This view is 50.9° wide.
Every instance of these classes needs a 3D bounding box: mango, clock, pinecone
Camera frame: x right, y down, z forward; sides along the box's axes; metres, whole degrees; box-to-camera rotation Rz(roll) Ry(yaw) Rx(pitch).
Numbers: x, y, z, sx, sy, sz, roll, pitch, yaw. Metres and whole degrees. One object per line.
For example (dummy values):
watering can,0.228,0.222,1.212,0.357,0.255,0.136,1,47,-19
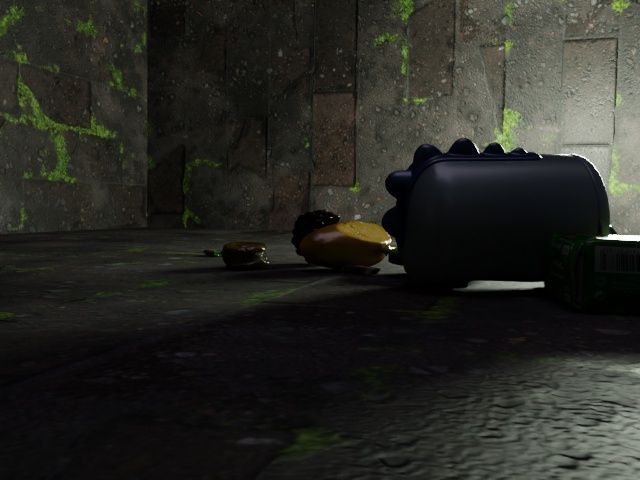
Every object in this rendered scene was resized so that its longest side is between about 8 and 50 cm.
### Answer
mango,0.050,0.017,1.465,0.217,0.102,0.141,-2,24,-34
clock,0.237,0.045,1.372,0.237,0.057,0.237,3,4,0
pinecone,-0.001,-0.001,1.594,0.140,0.140,0.121,0,35,-8

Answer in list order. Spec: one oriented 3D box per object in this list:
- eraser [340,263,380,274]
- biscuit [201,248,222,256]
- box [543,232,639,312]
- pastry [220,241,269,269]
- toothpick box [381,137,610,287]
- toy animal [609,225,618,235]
eraser,0.081,0.059,1.384,0.027,0.019,0.099,-1,5,-41
biscuit,-0.281,0.033,1.804,0.046,0.016,0.089,-1,4,-31
box,0.466,0.046,0.971,0.250,0.103,0.180,3,4,3
pastry,-0.163,0.032,1.463,0.109,0.057,0.097,1,4,24
toothpick box,0.280,-0.045,1.159,0.354,0.263,0.263,-1,3,-7
toy animal,0.614,0.007,1.583,0.108,0.138,0.236,-33,9,-1
